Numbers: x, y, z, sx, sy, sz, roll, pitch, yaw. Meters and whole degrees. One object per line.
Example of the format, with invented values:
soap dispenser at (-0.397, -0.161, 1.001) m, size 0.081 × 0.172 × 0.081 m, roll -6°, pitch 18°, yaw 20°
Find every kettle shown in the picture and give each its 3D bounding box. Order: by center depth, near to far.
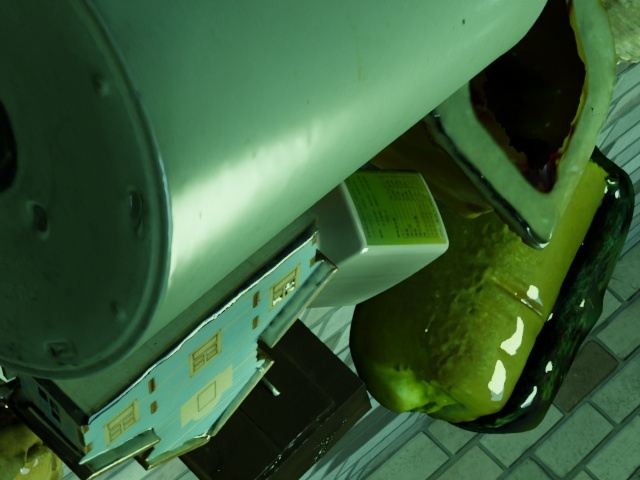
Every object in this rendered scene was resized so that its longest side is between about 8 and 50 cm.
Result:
kettle at (-0.056, -0.172, 0.804) m, size 0.377 × 0.250 × 0.361 m, roll -36°, pitch 134°, yaw -43°

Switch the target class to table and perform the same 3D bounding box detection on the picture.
table at (-0.072, 0.176, 1.723) m, size 0.193 × 0.169 × 0.172 m, roll -44°, pitch 165°, yaw -8°

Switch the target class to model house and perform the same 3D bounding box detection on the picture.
model house at (-0.134, 0.062, 1.221) m, size 0.271 × 0.178 × 0.206 m, roll -43°, pitch 159°, yaw -23°
model house at (0.135, -0.153, 1.414) m, size 0.268 × 0.173 × 0.239 m, roll -65°, pitch -158°, yaw -6°

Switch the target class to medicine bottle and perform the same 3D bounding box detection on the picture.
medicine bottle at (0.000, 0.000, 1.346) m, size 0.132 × 0.088 × 0.188 m, roll -31°, pitch 162°, yaw 35°

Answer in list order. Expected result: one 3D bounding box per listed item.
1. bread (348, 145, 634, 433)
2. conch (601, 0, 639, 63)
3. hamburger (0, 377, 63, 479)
bread at (0.177, 0.021, 1.722) m, size 0.208 × 0.251 × 0.376 m, roll 32°, pitch 80°, yaw -51°
conch at (0.286, -0.250, 1.637) m, size 0.291 × 0.159 × 0.210 m, roll -12°, pitch -174°, yaw 17°
hamburger at (-0.320, 0.223, 1.214) m, size 0.259 × 0.145 × 0.283 m, roll -38°, pitch 160°, yaw -40°
